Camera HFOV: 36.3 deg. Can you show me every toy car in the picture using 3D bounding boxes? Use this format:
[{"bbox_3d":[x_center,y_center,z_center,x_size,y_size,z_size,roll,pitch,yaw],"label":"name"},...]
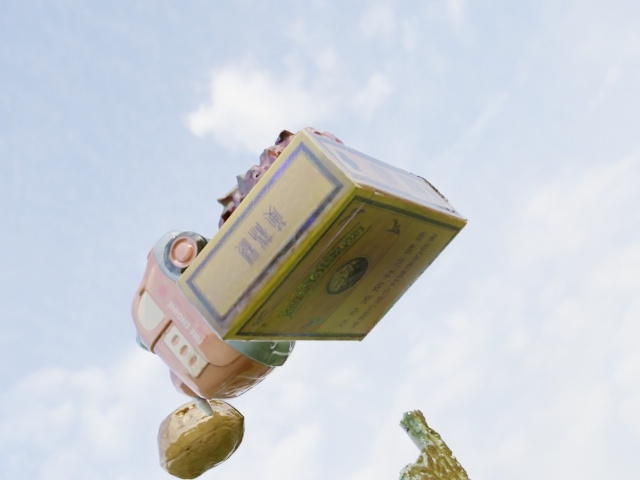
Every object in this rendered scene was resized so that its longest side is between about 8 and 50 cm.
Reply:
[{"bbox_3d":[-0.177,0.123,1.500,0.212,0.270,0.180,-47,-24,10],"label":"toy car"}]

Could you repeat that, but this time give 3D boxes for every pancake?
[{"bbox_3d":[0.202,0.455,1.723,0.197,0.376,0.054,33,-63,-28],"label":"pancake"}]

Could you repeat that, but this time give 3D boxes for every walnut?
[{"bbox_3d":[-0.228,0.370,1.853,0.180,0.144,0.144,-28,-41,-2],"label":"walnut"}]

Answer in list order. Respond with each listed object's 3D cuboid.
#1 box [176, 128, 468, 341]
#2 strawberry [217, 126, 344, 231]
[{"bbox_3d":[0.015,0.010,0.991,0.193,0.084,0.301,-50,-24,14],"label":"box"},{"bbox_3d":[0.000,0.000,1.699,0.295,0.345,0.317,-29,-15,-51],"label":"strawberry"}]
